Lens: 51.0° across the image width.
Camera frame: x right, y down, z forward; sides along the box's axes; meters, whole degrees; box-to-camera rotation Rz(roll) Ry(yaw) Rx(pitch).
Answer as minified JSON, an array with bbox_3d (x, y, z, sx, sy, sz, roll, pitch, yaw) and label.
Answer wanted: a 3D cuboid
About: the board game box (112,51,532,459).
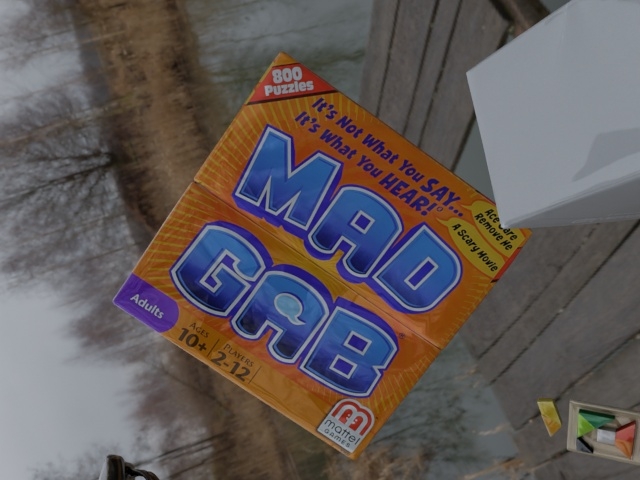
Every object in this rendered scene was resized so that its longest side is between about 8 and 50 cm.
[{"bbox_3d":[0.000,0.000,0.947,0.356,0.356,0.356,35,-172,-6],"label":"board game box"}]

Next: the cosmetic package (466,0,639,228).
[{"bbox_3d":[0.194,-0.081,0.304,0.238,0.127,0.107,-33,65,59],"label":"cosmetic package"}]

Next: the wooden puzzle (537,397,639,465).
[{"bbox_3d":[0.269,0.183,0.636,0.014,0.117,0.078,-53,-46,-48],"label":"wooden puzzle"}]

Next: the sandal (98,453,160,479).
[{"bbox_3d":[-0.160,0.234,0.566,0.219,0.060,0.089,113,165,-64],"label":"sandal"}]
